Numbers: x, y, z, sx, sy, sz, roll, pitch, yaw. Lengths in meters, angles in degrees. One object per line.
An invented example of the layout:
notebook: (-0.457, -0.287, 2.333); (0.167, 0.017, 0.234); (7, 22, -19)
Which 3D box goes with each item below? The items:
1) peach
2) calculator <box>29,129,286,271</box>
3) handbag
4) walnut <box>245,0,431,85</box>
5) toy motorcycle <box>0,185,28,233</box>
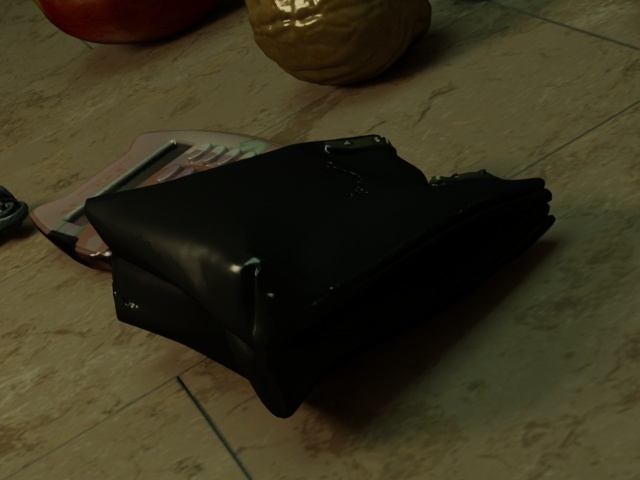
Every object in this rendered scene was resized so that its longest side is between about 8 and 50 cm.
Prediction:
peach: (-0.253, -0.419, 2.254); (0.332, 0.308, 0.308); (3, 34, 21)
calculator: (-0.147, -0.037, 1.624); (0.220, 0.048, 0.329); (-37, 27, -26)
handbag: (0.000, 0.000, 1.272); (0.288, 0.152, 0.342); (-24, 24, -23)
walnut: (0.025, -0.263, 1.743); (0.213, 0.213, 0.213); (-22, 23, 10)
toy motorcycle: (-0.416, -0.018, 1.842); (0.193, 0.061, 0.124); (-20, 25, 9)
